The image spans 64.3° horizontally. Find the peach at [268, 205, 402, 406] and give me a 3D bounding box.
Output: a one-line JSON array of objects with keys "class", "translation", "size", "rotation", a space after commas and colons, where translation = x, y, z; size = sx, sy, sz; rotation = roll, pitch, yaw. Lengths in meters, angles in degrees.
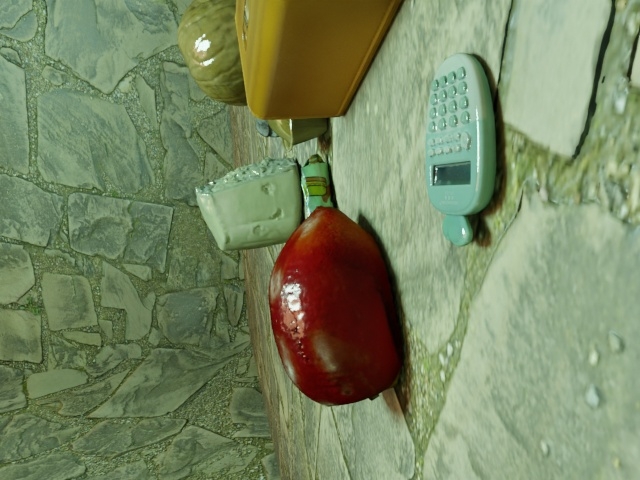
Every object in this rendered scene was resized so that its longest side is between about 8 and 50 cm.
[{"class": "peach", "translation": [0.014, 0.080, 0.659], "size": [0.154, 0.158, 0.267], "rotation": [161, 103, -71]}]

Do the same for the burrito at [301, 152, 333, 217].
[{"class": "burrito", "translation": [0.000, 0.000, 0.869], "size": [0.104, 0.054, 0.288], "rotation": [129, 132, -73]}]

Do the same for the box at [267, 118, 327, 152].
[{"class": "box", "translation": [-0.048, -0.238, 0.846], "size": [0.111, 0.111, 0.177], "rotation": [-161, 65, -76]}]

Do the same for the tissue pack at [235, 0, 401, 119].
[{"class": "tissue pack", "translation": [-0.022, -0.295, 0.619], "size": [0.274, 0.145, 0.195], "rotation": [130, 133, -72]}]

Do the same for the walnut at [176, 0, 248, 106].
[{"class": "walnut", "translation": [-0.150, -0.370, 0.969], "size": [0.228, 0.228, 0.228], "rotation": [173, 90, -77]}]

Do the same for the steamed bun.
[{"class": "steamed bun", "translation": [-0.163, -0.085, 1.153], "size": [0.170, 0.225, 0.200], "rotation": [-128, 31, -67]}]

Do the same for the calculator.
[{"class": "calculator", "translation": [0.111, -0.072, 0.414], "size": [0.095, 0.021, 0.153], "rotation": [-160, 64, -76]}]

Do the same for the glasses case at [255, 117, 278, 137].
[{"class": "glasses case", "translation": [-0.123, -0.397, 1.180], "size": [0.114, 0.060, 0.299], "rotation": [-130, 34, -52]}]
